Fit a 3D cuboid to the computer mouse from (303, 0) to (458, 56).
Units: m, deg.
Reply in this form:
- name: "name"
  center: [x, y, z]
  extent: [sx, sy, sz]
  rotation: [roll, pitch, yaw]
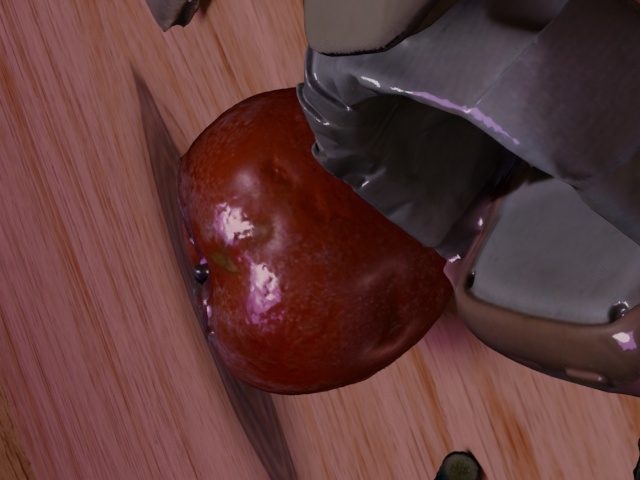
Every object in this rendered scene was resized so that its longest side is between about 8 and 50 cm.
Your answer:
- name: "computer mouse"
  center: [0.077, -0.270, 0.543]
  extent: [0.429, 0.145, 0.228]
  rotation: [-57, 36, 22]

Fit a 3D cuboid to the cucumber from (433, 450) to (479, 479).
- name: "cucumber"
  center: [0.096, 0.214, 1.197]
  extent: [0.032, 0.032, 0.133]
  rotation: [56, 152, 28]

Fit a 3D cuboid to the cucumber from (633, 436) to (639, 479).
- name: "cucumber"
  center: [0.212, 0.138, 0.856]
  extent: [0.077, 0.077, 0.265]
  rotation: [48, 148, 40]

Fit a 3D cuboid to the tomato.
- name: "tomato"
  center: [-0.001, -0.004, 1.054]
  extent: [0.232, 0.188, 0.232]
  rotation: [169, 90, -79]

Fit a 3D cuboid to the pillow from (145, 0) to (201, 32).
- name: "pillow"
  center: [-0.119, -0.289, 1.250]
  extent: [0.148, 0.050, 0.230]
  rotation: [60, 151, 10]

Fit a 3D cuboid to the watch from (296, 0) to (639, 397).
- name: "watch"
  center: [0.096, -0.045, 0.724]
  extent: [0.241, 0.162, 0.253]
  rotation: [35, 168, -27]
